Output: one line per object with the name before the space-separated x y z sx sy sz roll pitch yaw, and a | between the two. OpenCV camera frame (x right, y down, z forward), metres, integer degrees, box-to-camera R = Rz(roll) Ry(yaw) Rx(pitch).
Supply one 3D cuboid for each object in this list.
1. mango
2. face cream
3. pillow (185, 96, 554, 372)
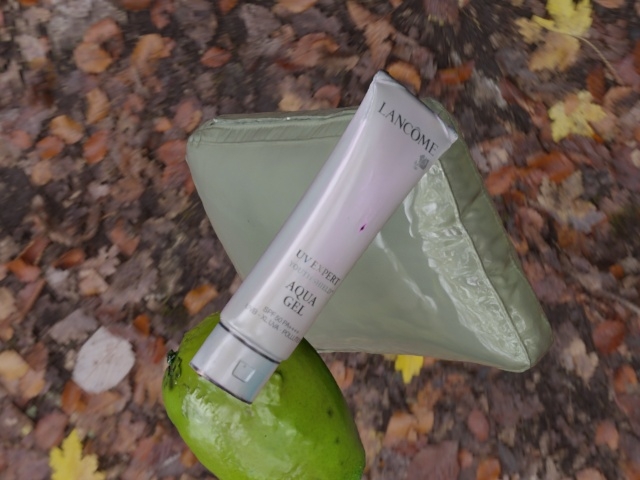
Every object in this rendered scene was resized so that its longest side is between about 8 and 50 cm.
mango | -0.036 0.129 0.967 0.178 0.100 0.119 44 80 -17
face cream | 0.000 0.000 0.425 0.038 0.020 0.115 36 88 -27
pillow | 0.031 -0.002 1.134 0.322 0.120 0.255 1 126 48
